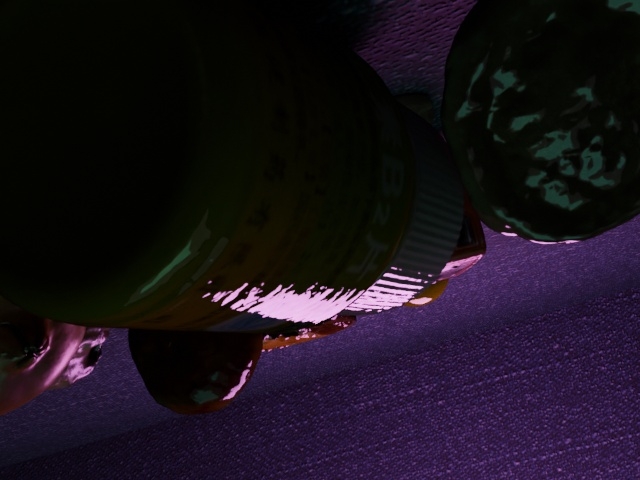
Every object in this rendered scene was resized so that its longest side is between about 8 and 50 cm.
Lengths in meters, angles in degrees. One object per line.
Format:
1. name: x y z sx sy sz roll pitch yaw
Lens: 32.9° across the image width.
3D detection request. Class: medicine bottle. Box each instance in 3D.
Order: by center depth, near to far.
1. medicine bottle: -0.051 -0.046 0.759 0.224 0.224 0.384 -21 165 24

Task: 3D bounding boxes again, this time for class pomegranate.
1. pomegranate: -0.316 0.058 0.951 0.209 0.209 0.209 -14 166 -4

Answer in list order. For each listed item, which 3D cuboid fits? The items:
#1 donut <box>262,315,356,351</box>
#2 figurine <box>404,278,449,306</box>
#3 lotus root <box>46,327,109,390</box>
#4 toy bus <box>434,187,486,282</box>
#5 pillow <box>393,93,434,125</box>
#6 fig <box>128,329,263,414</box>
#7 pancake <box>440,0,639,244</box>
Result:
1. donut: -0.039 0.114 1.704 0.217 0.085 0.141 -22 165 31
2. figurine: 0.076 0.036 1.474 0.185 0.127 0.234 -7 -177 19
3. lotus root: -0.355 0.095 1.177 0.278 0.154 0.154 -3 162 -44
4. toy bus: 0.000 0.000 1.152 0.329 0.153 0.143 -11 167 -15
5. pillow: 0.005 -0.081 1.036 0.217 0.033 0.130 -12 143 -13
6. fig: -0.174 0.146 1.522 0.190 0.191 0.290 -13 177 -9
7. pancake: 0.198 -0.105 0.846 0.222 0.236 0.042 7 -157 -17
